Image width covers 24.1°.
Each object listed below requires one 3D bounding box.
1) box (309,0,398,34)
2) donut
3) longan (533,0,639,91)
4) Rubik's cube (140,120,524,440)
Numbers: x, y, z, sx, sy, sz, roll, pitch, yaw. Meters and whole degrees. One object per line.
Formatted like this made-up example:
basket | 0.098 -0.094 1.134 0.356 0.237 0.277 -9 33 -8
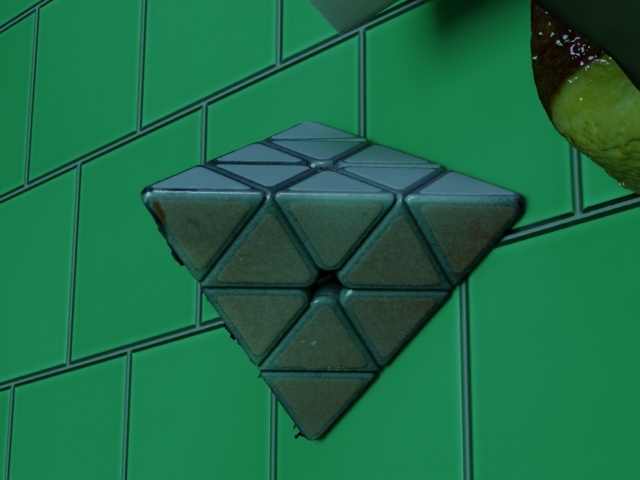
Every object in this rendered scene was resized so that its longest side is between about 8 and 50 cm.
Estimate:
box | 0.156 -0.312 1.203 0.365 0.051 0.204 -26 27 43
donut | 0.219 -0.129 1.099 0.151 0.112 0.295 -52 43 23
longan | 0.283 -0.253 0.819 0.436 0.404 0.404 44 117 13
Rubik's cube | 0.000 0.002 1.295 0.228 0.233 0.229 44 162 8
